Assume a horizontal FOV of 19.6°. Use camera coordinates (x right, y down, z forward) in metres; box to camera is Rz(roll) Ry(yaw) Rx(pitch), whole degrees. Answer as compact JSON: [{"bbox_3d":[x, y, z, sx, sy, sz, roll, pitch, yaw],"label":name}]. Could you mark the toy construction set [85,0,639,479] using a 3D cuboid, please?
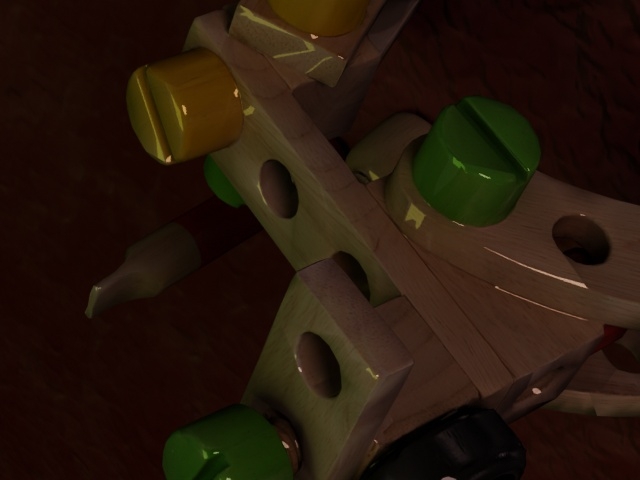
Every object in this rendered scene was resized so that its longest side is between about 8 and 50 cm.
[{"bbox_3d":[0.000,0.000,0.638,0.257,0.237,0.309,60,148,-4],"label":"toy construction set"}]
